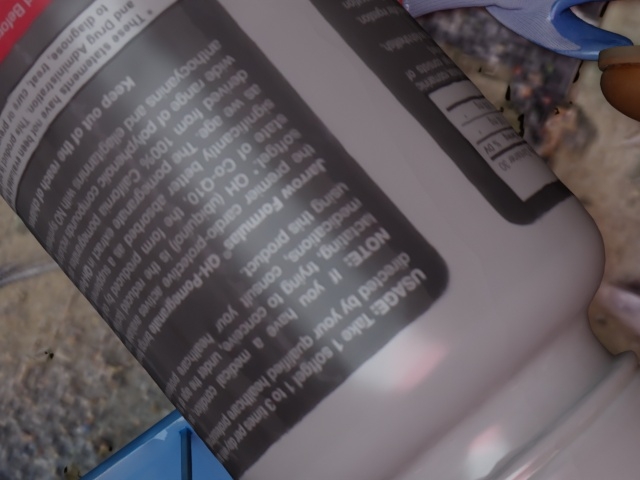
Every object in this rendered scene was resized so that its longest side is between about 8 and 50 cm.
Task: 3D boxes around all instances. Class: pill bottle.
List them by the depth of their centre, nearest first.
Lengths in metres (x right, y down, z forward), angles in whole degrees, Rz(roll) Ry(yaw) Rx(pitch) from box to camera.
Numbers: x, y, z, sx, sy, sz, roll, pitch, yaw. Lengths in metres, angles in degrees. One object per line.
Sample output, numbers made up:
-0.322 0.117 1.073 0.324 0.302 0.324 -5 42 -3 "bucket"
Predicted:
0.000 0.000 0.536 0.176 0.176 0.318 -43 82 14 "pill bottle"

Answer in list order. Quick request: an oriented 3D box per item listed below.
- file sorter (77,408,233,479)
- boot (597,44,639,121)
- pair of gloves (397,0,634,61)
-0.048 0.181 0.546 0.118 0.104 0.170 -36 109 7 "file sorter"
0.184 0.010 0.531 0.197 0.073 0.152 22 100 23 "boot"
0.100 -0.175 0.594 0.159 0.023 0.198 -5 86 21 "pair of gloves"
